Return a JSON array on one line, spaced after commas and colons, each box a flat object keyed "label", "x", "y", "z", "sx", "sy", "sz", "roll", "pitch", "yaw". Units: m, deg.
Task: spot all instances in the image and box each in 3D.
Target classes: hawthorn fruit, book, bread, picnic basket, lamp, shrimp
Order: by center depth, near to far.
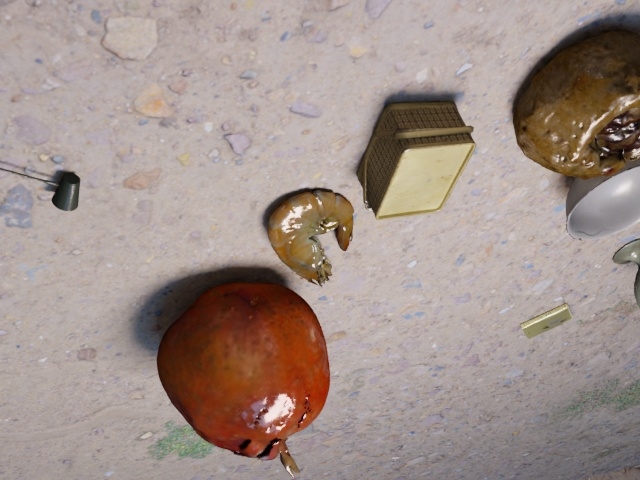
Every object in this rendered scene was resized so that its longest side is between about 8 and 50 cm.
[{"label": "lamp", "x": -0.339, "y": -0.066, "z": 0.975, "sx": 0.121, "sy": 0.041, "sz": 0.054, "roll": 1, "pitch": 134, "yaw": -35}, {"label": "picnic basket", "x": 0.127, "y": -0.108, "z": 1.123, "sx": 0.115, "sy": 0.079, "sz": 0.164, "roll": -7, "pitch": 146, "yaw": -23}, {"label": "bread", "x": 0.383, "y": -0.175, "z": 1.127, "sx": 0.230, "sy": 0.123, "sz": 0.230, "roll": -12, "pitch": 146, "yaw": -8}, {"label": "shrimp", "x": -0.002, "y": -0.002, "z": 1.254, "sx": 0.133, "sy": 0.053, "sz": 0.236, "roll": -40, "pitch": 144, "yaw": -7}, {"label": "hawthorn fruit", "x": -0.101, "y": 0.225, "z": 1.297, "sx": 0.276, "sy": 0.307, "sz": 0.276, "roll": -25, "pitch": 159, "yaw": -10}, {"label": "book", "x": 0.497, "y": 0.179, "z": 1.814, "sx": 0.111, "sy": 0.014, "sz": 0.077, "roll": -27, "pitch": 148, "yaw": 11}]

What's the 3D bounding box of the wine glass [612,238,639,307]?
[{"label": "wine glass", "x": 0.655, "y": 0.099, "z": 1.607, "sx": 0.093, "sy": 0.202, "sz": 0.093, "roll": -14, "pitch": 146, "yaw": -9}]

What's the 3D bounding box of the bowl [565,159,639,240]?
[{"label": "bowl", "x": 0.463, "y": -0.089, "z": 1.330, "sx": 0.189, "sy": 0.086, "sz": 0.189, "roll": -15, "pitch": 146, "yaw": -10}]
